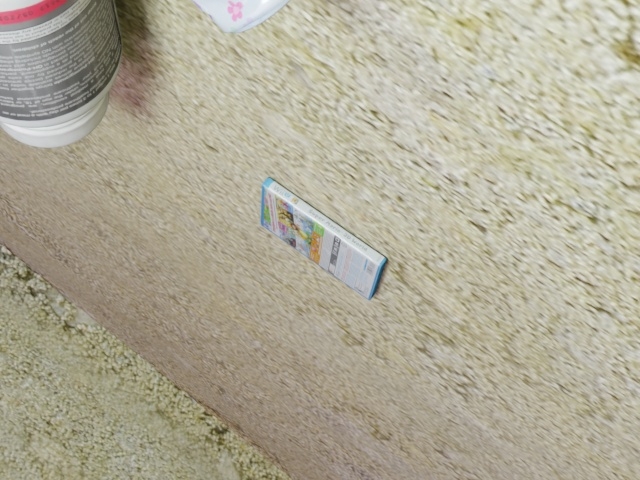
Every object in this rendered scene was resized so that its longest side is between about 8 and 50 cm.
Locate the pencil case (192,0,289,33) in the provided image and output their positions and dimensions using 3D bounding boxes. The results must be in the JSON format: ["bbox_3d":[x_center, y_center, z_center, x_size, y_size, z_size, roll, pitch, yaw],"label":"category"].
[{"bbox_3d":[-0.104,-0.271,0.727,0.124,0.113,0.273,-19,123,43],"label":"pencil case"}]

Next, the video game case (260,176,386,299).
[{"bbox_3d":[0.000,0.000,1.266,0.166,0.015,0.119,35,160,10],"label":"video game case"}]

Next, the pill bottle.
[{"bbox_3d":[-0.287,-0.219,1.051,0.176,0.176,0.318,35,159,10],"label":"pill bottle"}]
